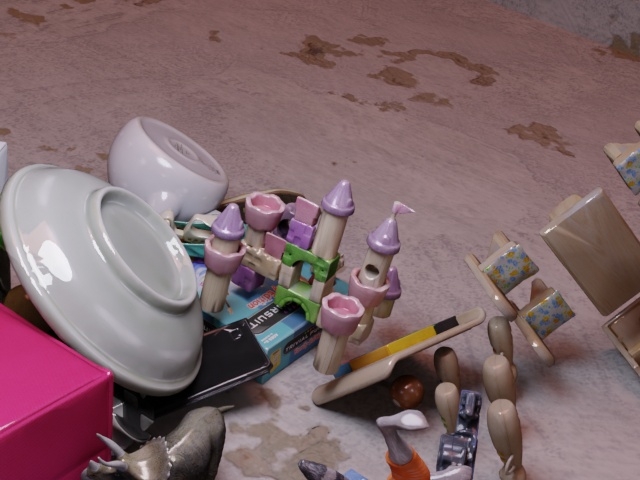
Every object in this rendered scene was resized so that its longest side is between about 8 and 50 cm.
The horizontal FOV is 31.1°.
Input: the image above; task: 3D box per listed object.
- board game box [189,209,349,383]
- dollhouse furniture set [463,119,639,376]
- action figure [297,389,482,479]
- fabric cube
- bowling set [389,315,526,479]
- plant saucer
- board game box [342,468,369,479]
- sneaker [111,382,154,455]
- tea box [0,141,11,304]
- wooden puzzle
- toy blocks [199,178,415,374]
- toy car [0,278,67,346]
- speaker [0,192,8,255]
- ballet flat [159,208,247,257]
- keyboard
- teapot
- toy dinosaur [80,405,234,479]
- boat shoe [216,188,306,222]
[{"bbox_3d":[-0.146,0.087,2.008,0.336,0.079,0.254,28,37,26],"label":"board game box"},{"bbox_3d":[0.508,0.091,1.845,0.362,0.394,0.256,-38,33,8],"label":"dollhouse furniture set"},{"bbox_3d":[0.102,0.323,1.461,0.179,0.330,0.341,4,60,18],"label":"action figure"},{"bbox_3d":[-0.447,0.268,1.483,0.254,0.259,0.258,26,35,30],"label":"fabric cube"},{"bbox_3d":[0.218,0.256,1.794,0.200,0.154,0.287,-6,29,14],"label":"bowling set"},{"bbox_3d":[-0.285,0.034,1.673,0.400,0.100,0.400,47,20,-22],"label":"plant saucer"},{"bbox_3d":[-0.018,0.397,1.475,0.035,0.136,0.201,28,37,31],"label":"board game box"},{"bbox_3d":[-0.329,0.186,1.696,0.146,0.122,0.330,-32,34,21],"label":"sneaker"},{"bbox_3d":[-0.627,0.046,1.749,0.220,0.329,0.323,8,30,1],"label":"tea box"},{"bbox_3d":[0.120,0.177,1.830,0.239,0.221,0.044,-25,86,-39],"label":"wooden puzzle"},{"bbox_3d":[0.000,0.000,1.846,0.289,0.260,0.309,26,30,19],"label":"toy blocks"},{"bbox_3d":[-0.434,0.102,1.779,0.155,0.188,0.149,-1,41,32],"label":"toy car"},{"bbox_3d":[-0.436,0.019,1.859,0.131,0.296,0.131,-2,64,3],"label":"speaker"},{"bbox_3d":[-0.237,-0.014,1.983,0.247,0.087,0.083,5,34,-7],"label":"ballet flat"},{"bbox_3d":[-0.251,0.197,1.796,0.317,0.033,0.201,-19,45,-15],"label":"keyboard"},{"bbox_3d":[-0.313,-0.104,2.188,0.252,0.187,0.256,43,16,19],"label":"teapot"},{"bbox_3d":[-0.182,0.298,1.571,0.121,0.160,0.313,36,36,22],"label":"toy dinosaur"},{"bbox_3d":[-0.125,-0.077,2.326,0.190,0.068,0.072,-4,21,-18],"label":"boat shoe"}]
